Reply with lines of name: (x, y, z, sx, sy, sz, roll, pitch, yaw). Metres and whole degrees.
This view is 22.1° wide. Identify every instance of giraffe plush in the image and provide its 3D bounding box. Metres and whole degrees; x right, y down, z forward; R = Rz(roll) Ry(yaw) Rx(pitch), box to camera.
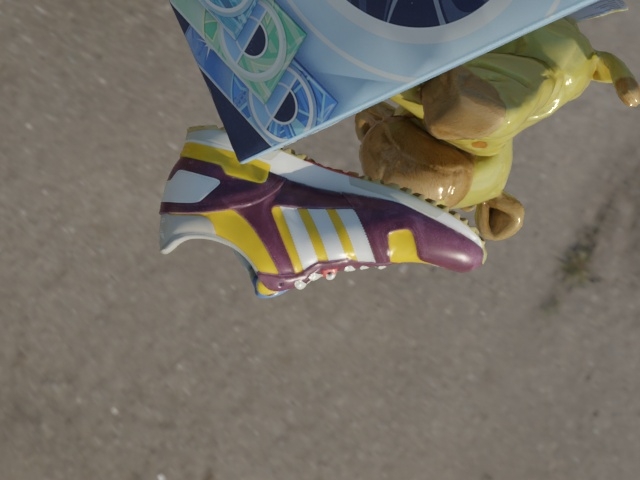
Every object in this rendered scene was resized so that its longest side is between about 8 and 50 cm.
giraffe plush: (0.085, -0.087, 1.066, 0.210, 0.181, 0.170, -3, 141, -32)

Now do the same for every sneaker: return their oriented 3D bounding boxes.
sneaker: (0.000, 0.000, 0.928, 0.185, 0.069, 0.084, 19, 86, -4)

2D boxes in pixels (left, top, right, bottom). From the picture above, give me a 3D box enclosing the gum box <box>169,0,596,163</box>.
gum box: (0.019, -0.122, 0.410, 0.041, 0.184, 0.157, -27, 93, -47)
